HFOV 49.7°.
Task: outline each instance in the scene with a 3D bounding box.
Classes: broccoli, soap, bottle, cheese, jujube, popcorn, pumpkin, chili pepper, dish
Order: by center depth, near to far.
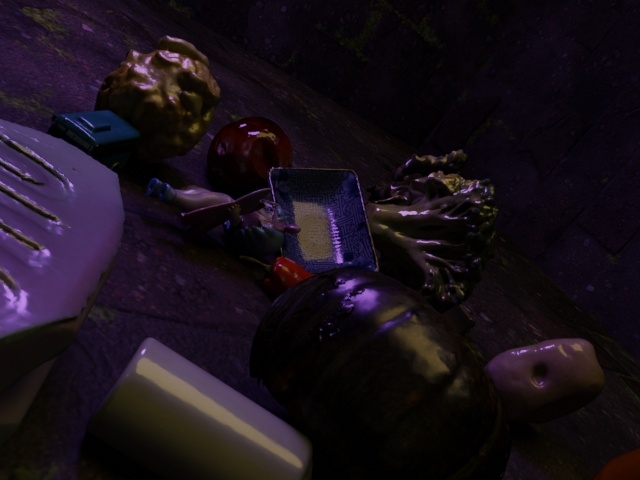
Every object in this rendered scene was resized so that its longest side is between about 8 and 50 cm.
[{"bbox_3d":[-0.322,0.019,0.566,0.261,0.156,0.446,32,17,-14],"label":"soap"},{"bbox_3d":[-0.088,0.197,0.649,0.245,0.104,0.104,34,18,-8],"label":"bottle"},{"bbox_3d":[0.066,0.171,0.760,0.320,0.192,0.320,49,-11,12],"label":"pumpkin"},{"bbox_3d":[-0.019,0.087,1.138,0.272,0.063,0.071,33,30,-23],"label":"chili pepper"},{"bbox_3d":[-0.275,-0.245,1.191,0.181,0.235,0.217,43,36,-23],"label":"popcorn"},{"bbox_3d":[0.400,0.261,1.269,0.217,0.235,0.117,-1,56,-25],"label":"cheese"},{"bbox_3d":[-0.004,-0.020,1.288,0.181,0.080,0.243,0,57,-16],"label":"dish"},{"bbox_3d":[0.216,-0.012,1.386,0.272,0.324,0.334,47,2,-25],"label":"broccoli"},{"bbox_3d":[-0.152,-0.175,1.400,0.168,0.168,0.236,28,3,-28],"label":"jujube"}]

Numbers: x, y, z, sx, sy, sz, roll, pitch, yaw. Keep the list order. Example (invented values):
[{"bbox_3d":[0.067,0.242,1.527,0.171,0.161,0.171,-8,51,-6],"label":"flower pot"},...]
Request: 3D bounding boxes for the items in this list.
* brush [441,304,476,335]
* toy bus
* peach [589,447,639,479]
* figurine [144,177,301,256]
[{"bbox_3d":[0.281,0.120,1.640,0.048,0.054,0.282,34,15,-40],"label":"brush"},{"bbox_3d":[-0.346,-0.146,1.039,0.079,0.092,0.160,36,17,2],"label":"toy bus"},{"bbox_3d":[0.507,0.421,0.887,0.342,0.342,0.302,22,45,-39],"label":"peach"},{"bbox_3d":[-0.174,-0.041,1.135,0.205,0.103,0.260,3,-10,45],"label":"figurine"}]
